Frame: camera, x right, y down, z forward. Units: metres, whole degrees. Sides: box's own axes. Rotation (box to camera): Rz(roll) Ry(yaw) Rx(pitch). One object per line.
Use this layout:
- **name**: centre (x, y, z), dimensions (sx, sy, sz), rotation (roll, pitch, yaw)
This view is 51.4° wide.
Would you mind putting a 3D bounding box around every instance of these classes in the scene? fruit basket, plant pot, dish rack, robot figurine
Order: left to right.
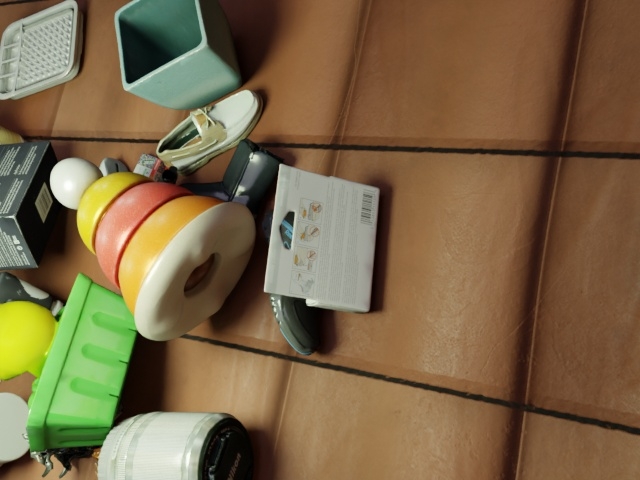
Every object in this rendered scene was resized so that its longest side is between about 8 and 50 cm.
- **robot figurine**: centre (-0.785, 0.186, 1.709), dimensions (0.173, 0.278, 0.209), rotation (-49, 25, 13)
- **dish rack**: centre (-0.879, -0.590, 2.110), dimensions (0.333, 0.072, 0.285), rotation (-11, 69, 24)
- **fruit basket**: centre (-0.614, 0.259, 1.490), dimensions (0.392, 0.392, 0.283), rotation (69, 152, 25)
- **plant pot**: centre (-0.331, -0.475, 1.685), dimensions (0.247, 0.252, 0.248), rotation (-22, 66, 21)

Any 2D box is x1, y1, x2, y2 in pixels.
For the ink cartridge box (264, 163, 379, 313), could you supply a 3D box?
- **ink cartridge box**: centre (0.000, 0.000, 1.388), dimensions (0.060, 0.239, 0.275), rotation (157, 122, -63)

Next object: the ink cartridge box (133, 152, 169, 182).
- **ink cartridge box**: centre (-0.445, -0.189, 1.786), dimensions (0.115, 0.029, 0.063), rotation (22, 85, 31)

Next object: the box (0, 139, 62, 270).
- **box**: centre (-0.884, -0.092, 1.766), dimensions (0.312, 0.179, 0.343), rotation (-4, 42, 1)

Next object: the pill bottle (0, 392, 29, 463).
- **pill bottle**: centre (-0.934, 0.519, 1.722), dimensions (0.361, 0.204, 0.204), rotation (-21, 66, 22)

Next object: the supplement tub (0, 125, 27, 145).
- **supplement tub**: centre (-0.979, -0.275, 1.990), dimensions (0.144, 0.200, 0.144), rotation (-8, 71, 26)

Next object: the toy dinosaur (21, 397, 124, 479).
- **toy dinosaur**: centre (-0.567, 0.460, 1.592), dimensions (0.218, 0.164, 0.322), rotation (-25, 42, 1)

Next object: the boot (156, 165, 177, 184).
- **boot**: centre (-0.410, -0.086, 1.641), dimensions (0.137, 0.077, 0.198), rotation (-55, 22, 37)

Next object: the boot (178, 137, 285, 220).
- **boot**: centre (-0.222, -0.152, 1.620), dimensions (0.246, 0.094, 0.207), rotation (24, 90, 24)

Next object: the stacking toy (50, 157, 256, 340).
- **stacking toy**: centre (-0.415, -0.037, 1.492), dimensions (0.480, 0.350, 0.350), rotation (35, 92, 18)

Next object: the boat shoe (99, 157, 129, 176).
- **boat shoe**: centre (-0.550, -0.105, 1.754), dimensions (0.094, 0.109, 0.302), rotation (-54, 32, 23)

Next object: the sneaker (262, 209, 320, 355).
- **sneaker**: centre (-0.035, 0.075, 1.441), dimensions (0.140, 0.125, 0.341), rotation (-15, 71, 14)

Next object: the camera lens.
- **camera lens**: centre (-0.295, 0.472, 1.396), dimensions (0.274, 0.219, 0.219), rotation (-6, 72, 25)

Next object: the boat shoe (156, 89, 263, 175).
- **boat shoe**: centre (-0.281, -0.281, 1.686), dimensions (0.302, 0.103, 0.113), rotation (-38, 61, 11)
